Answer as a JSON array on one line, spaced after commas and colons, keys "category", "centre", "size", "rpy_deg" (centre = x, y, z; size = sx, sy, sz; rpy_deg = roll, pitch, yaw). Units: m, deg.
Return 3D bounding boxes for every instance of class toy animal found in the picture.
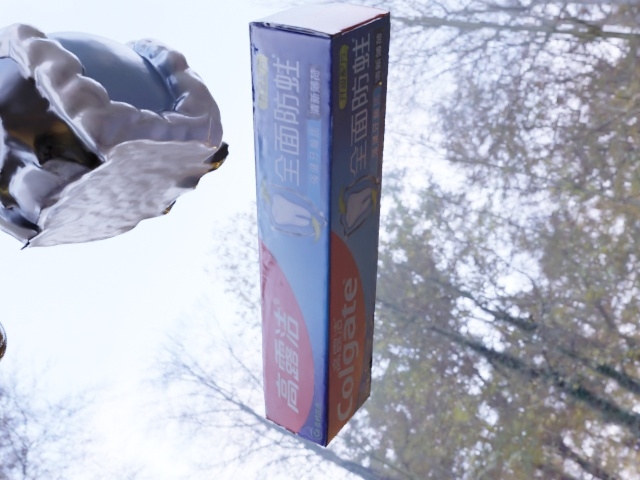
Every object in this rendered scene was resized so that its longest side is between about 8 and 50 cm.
[{"category": "toy animal", "centre": [-0.199, -0.100, 0.647], "size": [0.204, 0.208, 0.156], "rpy_deg": [-12, -105, -46]}]

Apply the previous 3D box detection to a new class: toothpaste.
[{"category": "toothpaste", "centre": [-0.001, 0.000, 0.529], "size": [0.076, 0.066, 0.320], "rpy_deg": [-39, -43, -47]}]

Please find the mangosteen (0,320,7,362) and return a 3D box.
[{"category": "mangosteen", "centre": [-0.366, 0.105, 0.760], "size": [0.081, 0.081, 0.081], "rpy_deg": [-24, -58, -44]}]
